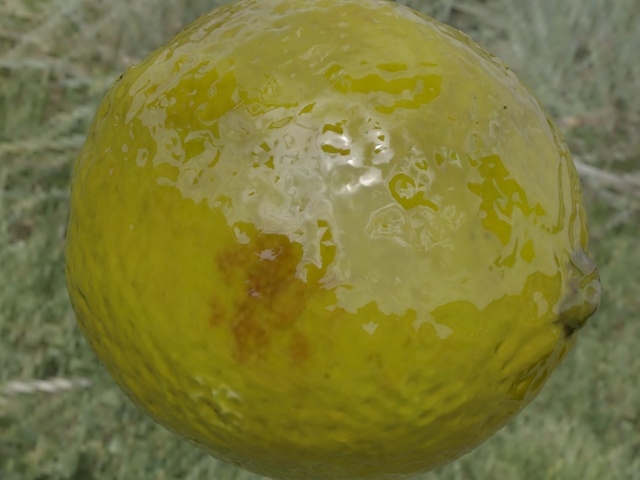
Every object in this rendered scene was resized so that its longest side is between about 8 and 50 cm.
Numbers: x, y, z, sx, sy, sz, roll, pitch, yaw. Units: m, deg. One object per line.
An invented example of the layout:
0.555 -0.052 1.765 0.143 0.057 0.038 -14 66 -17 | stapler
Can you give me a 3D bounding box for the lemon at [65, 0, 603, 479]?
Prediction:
0.000 -0.001 0.928 0.267 0.267 0.267 13 26 -7 | lemon
